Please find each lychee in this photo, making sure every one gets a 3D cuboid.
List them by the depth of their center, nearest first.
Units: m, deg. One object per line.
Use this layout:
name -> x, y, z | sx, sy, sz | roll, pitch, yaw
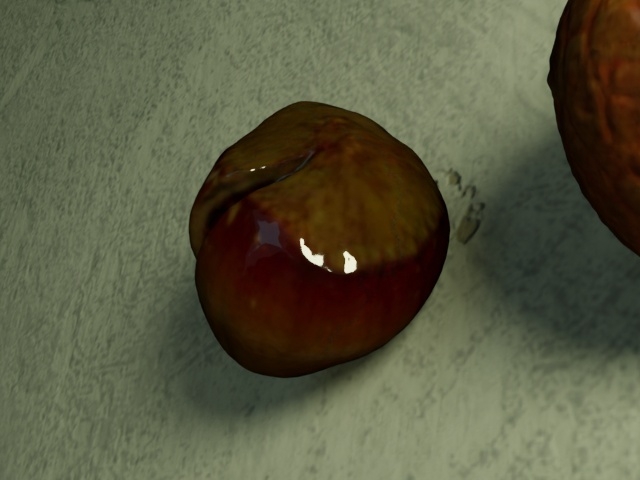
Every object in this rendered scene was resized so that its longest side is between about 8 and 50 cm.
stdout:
lychee -> 0.259, -0.093, 0.625 | 0.255, 0.255, 0.300 | -57, 31, -1

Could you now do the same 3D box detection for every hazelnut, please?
hazelnut -> 0.000, 0.000, 0.903 | 0.217, 0.217, 0.251 | -33, 32, 29
